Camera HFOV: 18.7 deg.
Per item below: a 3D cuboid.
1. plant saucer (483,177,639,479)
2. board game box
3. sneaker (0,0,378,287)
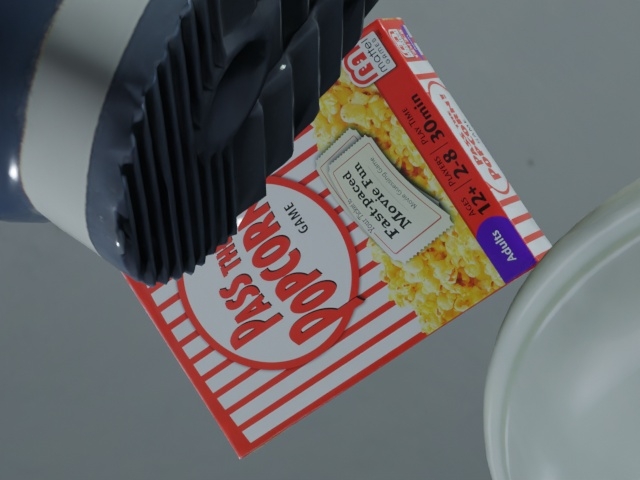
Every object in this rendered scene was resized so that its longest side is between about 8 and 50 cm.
[{"bbox_3d":[0.257,0.129,0.811,0.400,0.100,0.400,11,135,11],"label":"plant saucer"},{"bbox_3d":[0.000,0.000,0.998,0.193,0.045,0.147,-35,85,19],"label":"board game box"},{"bbox_3d":[-0.021,-0.138,0.416,0.131,0.319,0.112,20,141,13],"label":"sneaker"}]
